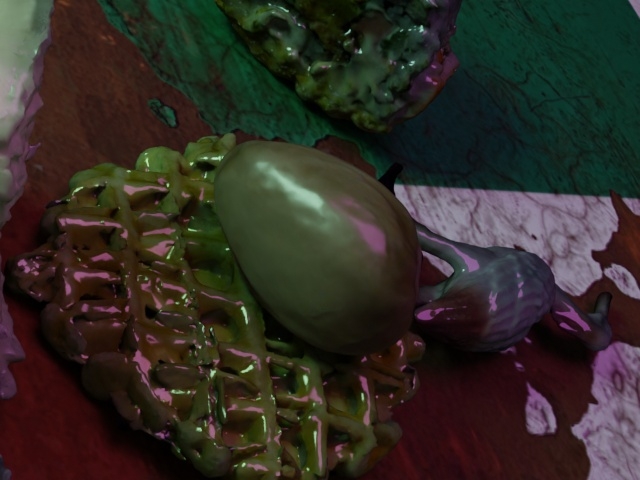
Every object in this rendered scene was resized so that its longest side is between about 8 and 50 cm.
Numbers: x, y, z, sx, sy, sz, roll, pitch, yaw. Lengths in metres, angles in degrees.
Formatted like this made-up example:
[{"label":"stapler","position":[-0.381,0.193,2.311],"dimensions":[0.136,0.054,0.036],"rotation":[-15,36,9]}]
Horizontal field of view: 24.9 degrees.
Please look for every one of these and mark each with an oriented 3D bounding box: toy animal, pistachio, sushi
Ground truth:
[{"label":"toy animal","position":[0.158,0.043,1.266],"dimensions":[0.324,0.090,0.195],"rotation":[24,34,-22]},{"label":"pistachio","position":[0.000,0.000,1.055],"dimensions":[0.185,0.126,0.108],"rotation":[49,-2,10]},{"label":"sushi","position":[0.012,-0.232,1.325],"dimensions":[0.274,0.184,0.139],"rotation":[38,37,-3]}]

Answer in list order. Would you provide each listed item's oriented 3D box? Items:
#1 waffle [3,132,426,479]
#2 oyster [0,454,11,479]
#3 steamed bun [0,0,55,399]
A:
[{"label":"waffle","position":[-0.065,0.050,1.086],"dimensions":[0.317,0.073,0.297],"rotation":[47,39,7]},{"label":"oyster","position":[-0.282,0.172,0.777],"dimensions":[0.199,0.087,0.252],"rotation":[50,53,-21]},{"label":"steamed bun","position":[-0.268,-0.085,0.871],"dimensions":[0.274,0.272,0.290],"rotation":[16,29,-24]}]
